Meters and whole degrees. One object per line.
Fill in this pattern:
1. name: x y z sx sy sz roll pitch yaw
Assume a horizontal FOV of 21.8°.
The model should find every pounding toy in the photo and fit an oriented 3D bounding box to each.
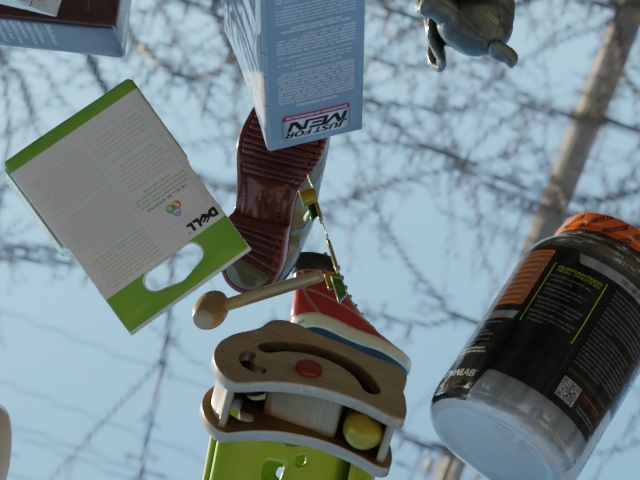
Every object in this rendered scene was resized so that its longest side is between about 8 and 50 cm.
1. pounding toy: -0.031 0.129 1.733 0.270 0.154 0.154 22 -152 14

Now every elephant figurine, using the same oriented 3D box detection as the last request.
1. elephant figurine: 0.218 -0.346 2.592 0.169 0.186 0.239 16 167 -5

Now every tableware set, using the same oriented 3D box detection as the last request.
1. tableware set: 0.000 0.000 2.083 0.024 0.154 0.104 -17 -155 -2

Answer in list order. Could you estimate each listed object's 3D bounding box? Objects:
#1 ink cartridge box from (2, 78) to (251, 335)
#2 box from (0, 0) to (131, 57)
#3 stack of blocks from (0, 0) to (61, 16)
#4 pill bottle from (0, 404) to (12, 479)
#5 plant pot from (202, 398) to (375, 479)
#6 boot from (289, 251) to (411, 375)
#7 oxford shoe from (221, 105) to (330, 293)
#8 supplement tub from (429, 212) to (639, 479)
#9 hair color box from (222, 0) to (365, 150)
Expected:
1. ink cartridge box: -0.237 -0.036 2.013 0.255 0.189 0.097 54 167 -2
2. box: -0.426 -0.350 2.064 0.381 0.191 0.143 5 170 -3
3. stack of blocks: -0.398 -0.309 1.722 0.297 0.171 0.087 16 180 29
4. pill bottle: -0.543 0.234 1.835 0.361 0.204 0.204 17 -156 -21
5. plant pot: -0.033 0.254 2.111 0.207 0.228 0.227 12 180 -6
6. boot: 0.048 0.112 2.597 0.244 0.088 0.176 32 -140 -36
7. oxford shoe: -0.052 -0.094 2.377 0.123 0.348 0.130 22 -173 17
8. supplement tub: 0.301 0.139 2.106 0.207 0.207 0.338 27 -118 18
9. hair color box: -0.032 -0.283 1.698 0.114 0.374 0.185 -14 -123 -9
